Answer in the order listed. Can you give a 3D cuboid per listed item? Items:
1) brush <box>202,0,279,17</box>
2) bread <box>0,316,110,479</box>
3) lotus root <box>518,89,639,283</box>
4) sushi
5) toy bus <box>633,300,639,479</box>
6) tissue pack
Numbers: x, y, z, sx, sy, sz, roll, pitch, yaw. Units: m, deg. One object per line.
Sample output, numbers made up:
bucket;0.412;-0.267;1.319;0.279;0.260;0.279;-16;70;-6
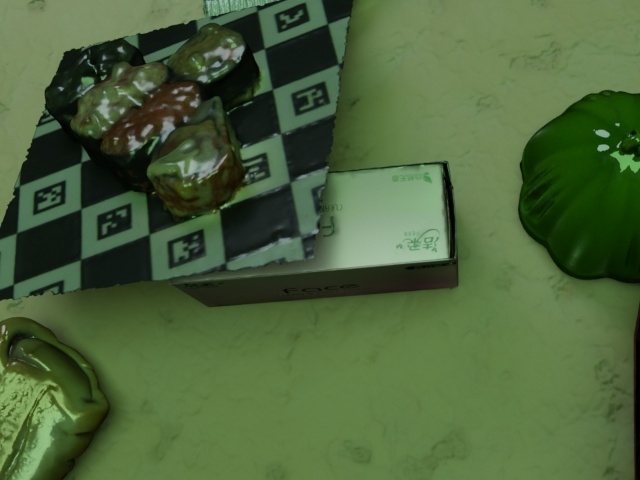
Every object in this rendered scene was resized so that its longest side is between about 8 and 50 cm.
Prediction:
brush;-0.069;-0.149;1.119;0.083;0.010;0.218;-7;78;5
bread;-0.289;0.192;1.035;0.134;0.081;0.225;31;81;7
lotus root;0.265;-0.063;0.979;0.186;0.186;0.186;-1;78;7
sushi;-0.145;-0.114;0.982;0.320;0.069;0.339;-8;48;19
toy bus;0.330;0.207;0.830;0.203;0.233;0.427;5;57;7
tissue pack;0.000;0.000;1.010;0.246;0.148;0.092;-6;78;7
